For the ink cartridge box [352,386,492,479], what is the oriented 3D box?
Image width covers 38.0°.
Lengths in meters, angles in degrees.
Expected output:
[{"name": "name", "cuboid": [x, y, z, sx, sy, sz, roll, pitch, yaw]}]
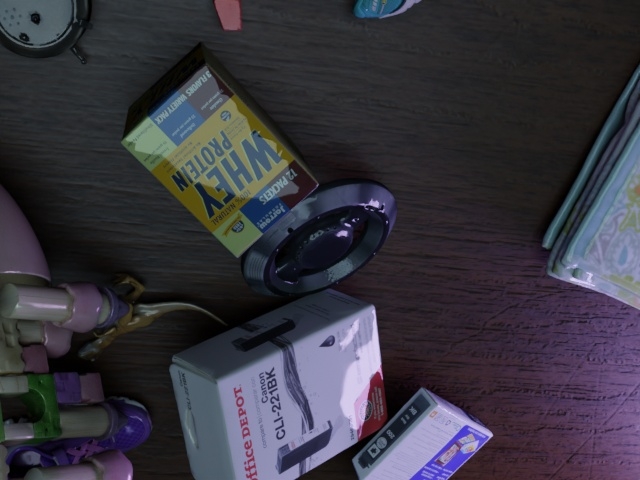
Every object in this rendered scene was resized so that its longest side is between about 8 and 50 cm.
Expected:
[{"name": "ink cartridge box", "cuboid": [0.138, 0.329, 1.396, 0.208, 0.045, 0.206, -48, 140, 6]}]

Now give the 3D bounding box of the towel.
[{"name": "towel", "cuboid": [0.532, -0.064, 1.353, 0.320, 0.090, 0.374, 22, 104, -19]}]

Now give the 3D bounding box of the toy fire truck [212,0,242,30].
[{"name": "toy fire truck", "cuboid": [-0.075, -0.367, 1.169, 0.135, 0.047, 0.192, -7, 109, -5]}]

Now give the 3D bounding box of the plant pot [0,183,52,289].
[{"name": "plant pot", "cuboid": [-0.488, -0.010, 1.134, 0.284, 0.284, 0.191, -13, 79, -5]}]

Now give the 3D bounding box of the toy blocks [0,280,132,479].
[{"name": "toy blocks", "cuboid": [-0.361, 0.225, 1.215, 0.309, 0.260, 0.289, -24, 70, 30]}]

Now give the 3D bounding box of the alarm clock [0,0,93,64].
[{"name": "alarm clock", "cuboid": [-0.369, -0.296, 1.142, 0.192, 0.064, 0.129, 17, 106, -11]}]

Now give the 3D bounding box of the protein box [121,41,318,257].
[{"name": "protein box", "cuboid": [-0.128, -0.119, 1.164, 0.136, 0.201, 0.200, -42, 110, 6]}]

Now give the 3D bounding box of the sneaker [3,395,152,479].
[{"name": "sneaker", "cuboid": [-0.356, 0.297, 1.324, 0.236, 0.104, 0.095, -12, 109, -6]}]

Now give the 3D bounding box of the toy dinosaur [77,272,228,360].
[{"name": "toy dinosaur", "cuboid": [-0.251, 0.100, 1.305, 0.211, 0.064, 0.112, -21, 128, 9]}]

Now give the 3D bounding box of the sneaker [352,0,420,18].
[{"name": "sneaker", "cuboid": [0.043, -0.407, 1.150, 0.110, 0.107, 0.275, -19, 111, 8]}]

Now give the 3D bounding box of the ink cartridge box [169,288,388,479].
[{"name": "ink cartridge box", "cuboid": [-0.050, 0.209, 1.273, 0.272, 0.114, 0.197, -22, 114, -34]}]

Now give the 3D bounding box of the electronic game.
[{"name": "electronic game", "cuboid": [0.000, 0.000, 1.252, 0.229, 0.048, 0.229, -22, 149, -14]}]
